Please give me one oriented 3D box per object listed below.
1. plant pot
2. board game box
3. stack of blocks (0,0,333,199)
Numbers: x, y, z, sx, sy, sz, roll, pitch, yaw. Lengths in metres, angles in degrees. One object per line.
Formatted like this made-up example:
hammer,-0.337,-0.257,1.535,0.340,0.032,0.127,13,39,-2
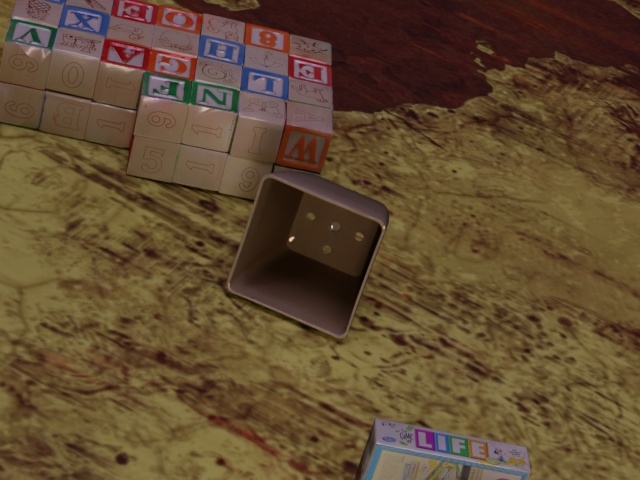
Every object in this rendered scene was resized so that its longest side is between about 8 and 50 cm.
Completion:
plant pot,0.000,0.000,1.485,0.109,0.109,0.096,23,22,9
board game box,0.066,0.192,1.182,0.103,0.154,0.026,12,33,-8
stack of blocks,-0.142,-0.136,1.626,0.297,0.087,0.171,12,34,-8
